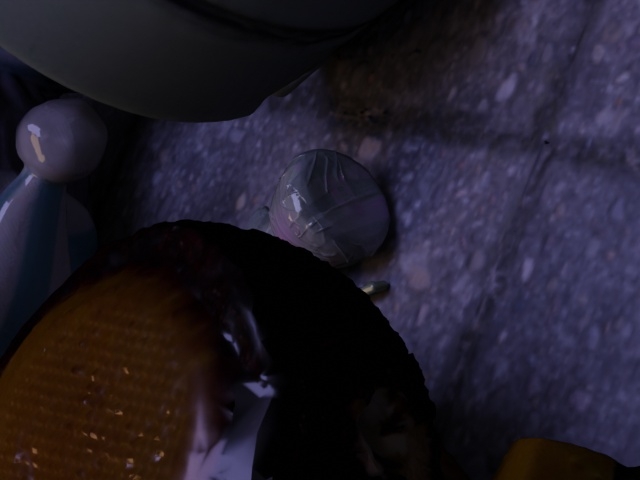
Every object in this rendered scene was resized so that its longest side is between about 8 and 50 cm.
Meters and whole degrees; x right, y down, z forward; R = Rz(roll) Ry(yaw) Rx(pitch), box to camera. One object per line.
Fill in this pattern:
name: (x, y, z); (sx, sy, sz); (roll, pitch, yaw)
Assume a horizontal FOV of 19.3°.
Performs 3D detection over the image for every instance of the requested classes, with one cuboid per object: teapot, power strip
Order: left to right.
power strip: (-0.091, -0.248, 0.990); (0.161, 0.357, 0.357); (-39, 42, 36)
teapot: (0.000, 0.000, 0.985); (0.064, 0.064, 0.083); (-42, 71, 41)

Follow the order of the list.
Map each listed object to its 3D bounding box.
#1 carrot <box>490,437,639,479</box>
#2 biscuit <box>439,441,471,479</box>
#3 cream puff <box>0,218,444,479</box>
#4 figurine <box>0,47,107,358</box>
carrot: (0.084, 0.166, 0.743); (0.082, 0.082, 0.173); (-7, 61, 51)
biscuit: (-0.047, 0.215, 0.917); (0.359, 0.046, 0.359); (-31, 47, 40)
cream puff: (-0.048, 0.111, 0.801); (0.239, 0.165, 0.239); (-26, 52, 37)
figurine: (-0.185, -0.010, 1.161); (0.361, 0.266, 0.378); (-29, 78, 13)
